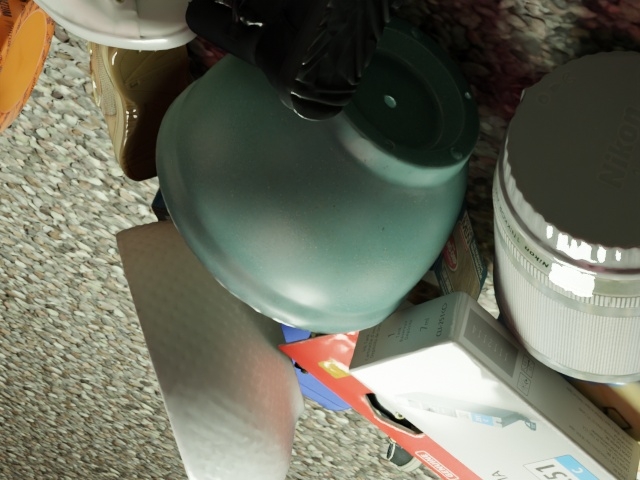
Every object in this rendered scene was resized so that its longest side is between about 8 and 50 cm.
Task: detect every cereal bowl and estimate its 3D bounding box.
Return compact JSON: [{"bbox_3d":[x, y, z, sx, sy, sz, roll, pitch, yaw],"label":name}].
[{"bbox_3d":[-0.107,0.129,1.890,0.141,0.339,0.339,-18,151,-5],"label":"cereal bowl"}]

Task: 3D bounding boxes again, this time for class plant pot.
[{"bbox_3d":[0.023,-0.089,1.607,0.293,0.293,0.196,31,134,-15],"label":"plant pot"}]

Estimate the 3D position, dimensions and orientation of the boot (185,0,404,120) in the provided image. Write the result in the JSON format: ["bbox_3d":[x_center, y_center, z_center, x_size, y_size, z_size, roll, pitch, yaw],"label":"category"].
[{"bbox_3d":[-0.012,-0.247,1.475,0.094,0.246,0.207,12,-157,-42],"label":"boot"}]

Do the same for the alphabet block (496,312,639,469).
[{"bbox_3d":[0.314,0.114,1.821,0.193,0.192,0.197,2,146,42],"label":"alphabet block"}]

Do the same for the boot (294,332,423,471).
[{"bbox_3d":[0.059,0.159,1.912,0.178,0.085,0.236,24,150,2],"label":"boot"}]

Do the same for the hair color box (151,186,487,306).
[{"bbox_3d":[0.000,0.000,1.970,0.347,0.105,0.174,12,153,22],"label":"hair color box"}]

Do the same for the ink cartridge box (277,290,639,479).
[{"bbox_3d":[0.134,0.181,1.763,0.261,0.066,0.296,-20,131,42],"label":"ink cartridge box"}]

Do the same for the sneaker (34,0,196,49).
[{"bbox_3d":[-0.239,-0.274,1.634,0.290,0.106,0.123,25,158,1],"label":"sneaker"}]

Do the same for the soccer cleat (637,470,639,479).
[{"bbox_3d":[0.335,0.228,2.156,0.318,0.108,0.116,1,124,46],"label":"soccer cleat"}]

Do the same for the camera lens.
[{"bbox_3d":[0.266,-0.013,1.573,0.219,0.219,0.274,17,154,14],"label":"camera lens"}]

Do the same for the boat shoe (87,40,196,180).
[{"bbox_3d":[-0.190,-0.169,1.828,0.098,0.109,0.302,58,168,25],"label":"boat shoe"}]

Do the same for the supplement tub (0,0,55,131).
[{"bbox_3d":[-0.453,-0.243,1.767,0.338,0.207,0.207,21,155,5],"label":"supplement tub"}]

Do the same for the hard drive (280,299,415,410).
[{"bbox_3d":[0.026,0.122,2.020,0.210,0.040,0.318,32,155,-21],"label":"hard drive"}]
